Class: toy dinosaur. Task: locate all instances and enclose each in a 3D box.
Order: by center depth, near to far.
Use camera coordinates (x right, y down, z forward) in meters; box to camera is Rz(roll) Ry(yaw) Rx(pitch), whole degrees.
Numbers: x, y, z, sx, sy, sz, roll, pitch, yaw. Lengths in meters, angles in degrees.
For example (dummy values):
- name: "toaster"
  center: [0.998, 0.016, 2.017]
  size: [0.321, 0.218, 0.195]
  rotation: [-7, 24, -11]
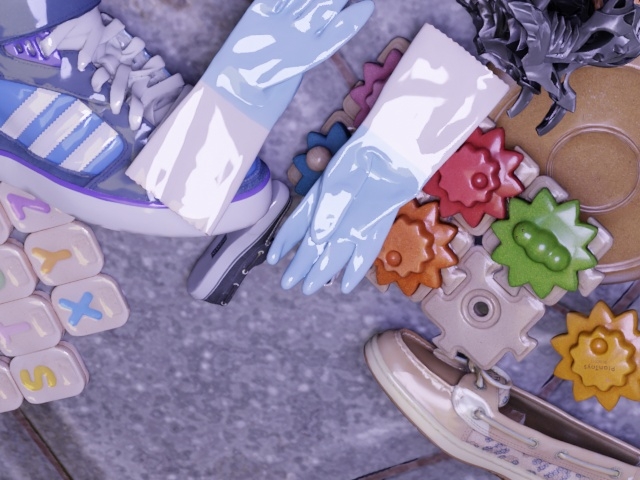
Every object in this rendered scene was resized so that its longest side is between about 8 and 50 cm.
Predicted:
- name: "toy dinosaur"
  center: [0.221, -0.179, 0.912]
  size: [0.218, 0.164, 0.322]
  rotation: [-22, 84, -2]

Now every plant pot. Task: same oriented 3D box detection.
- name: "plant pot"
  center: [0.219, -0.061, 1.044]
  size: [0.236, 0.032, 0.236]
  rotation: [5, 118, 9]

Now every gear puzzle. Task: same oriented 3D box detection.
- name: "gear puzzle"
  center: [0.123, 0.012, 1.029]
  size: [0.339, 0.044, 0.175]
  rotation: [45, 115, 9]

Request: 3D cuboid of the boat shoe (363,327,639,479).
- name: "boat shoe"
  center: [0.166, 0.153, 1.135]
  size: [0.285, 0.104, 0.089]
  rotation: [34, 110, -12]

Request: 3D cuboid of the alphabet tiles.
- name: "alphabet tiles"
  center: [-0.329, 0.038, 1.214]
  size: [0.278, 0.021, 0.284]
  rotation: [-13, 115, 18]

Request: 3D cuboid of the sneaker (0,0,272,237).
- name: "sneaker"
  center: [-0.180, -0.150, 1.018]
  size: [0.323, 0.130, 0.236]
  rotation: [17, 124, 8]

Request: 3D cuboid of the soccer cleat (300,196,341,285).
- name: "soccer cleat"
  center: [0.000, 0.000, 1.118]
  size: [0.029, 0.035, 0.083]
  rotation: [-7, 117, 15]

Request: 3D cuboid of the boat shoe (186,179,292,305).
- name: "boat shoe"
  center: [-0.064, 0.004, 1.131]
  size: [0.040, 0.049, 0.142]
  rotation: [27, 123, -25]

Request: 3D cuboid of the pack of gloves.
- name: "pack of gloves"
  center: [-0.003, -0.085, 1.008]
  size: [0.195, 0.046, 0.232]
  rotation: [37, 93, -6]
